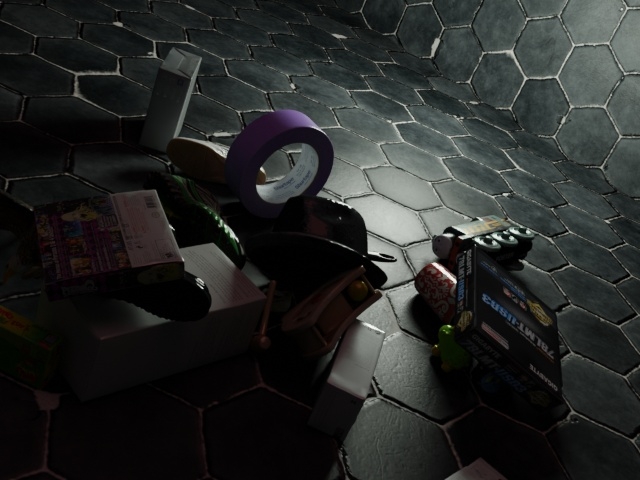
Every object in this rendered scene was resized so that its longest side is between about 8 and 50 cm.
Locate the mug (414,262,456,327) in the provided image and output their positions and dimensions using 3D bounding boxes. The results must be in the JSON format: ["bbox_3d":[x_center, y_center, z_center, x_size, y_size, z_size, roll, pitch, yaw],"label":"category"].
[{"bbox_3d":[0.317,0.151,1.928,0.113,0.150,0.169,-30,45,-11],"label":"mug"}]

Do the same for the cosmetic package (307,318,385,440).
[{"bbox_3d":[0.053,0.264,1.517,0.086,0.117,0.231,25,28,4],"label":"cosmetic package"}]

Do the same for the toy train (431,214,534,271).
[{"bbox_3d":[0.459,0.016,2.201,0.334,0.142,0.190,-13,33,-44],"label":"toy train"}]

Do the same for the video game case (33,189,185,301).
[{"bbox_3d":[-0.349,0.000,1.274,0.210,0.041,0.232,-10,36,-20],"label":"video game case"}]

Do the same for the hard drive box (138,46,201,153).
[{"bbox_3d":[-0.407,-0.382,2.125,0.089,0.232,0.181,18,29,-9],"label":"hard drive box"}]

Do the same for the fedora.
[{"bbox_3d":[0.000,0.000,1.703,0.334,0.334,0.152,16,69,-13],"label":"fedora"}]

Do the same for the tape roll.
[{"bbox_3d":[-0.103,-0.192,1.986,0.275,0.274,0.090,-4,39,-39],"label":"tape roll"}]

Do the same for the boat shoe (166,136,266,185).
[{"bbox_3d":[-0.281,-0.214,2.087,0.277,0.098,0.096,21,28,-23],"label":"boat shoe"}]

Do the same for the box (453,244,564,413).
[{"bbox_3d":[0.428,0.196,1.775,0.295,0.073,0.293,39,33,-16],"label":"box"}]

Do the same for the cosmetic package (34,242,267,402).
[{"bbox_3d":[-0.306,0.135,1.433,0.366,0.155,0.197,-11,43,-44],"label":"cosmetic package"}]

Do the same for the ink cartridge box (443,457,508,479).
[{"bbox_3d":[0.314,0.495,1.410,0.189,0.066,0.232,38,12,25],"label":"ink cartridge box"}]

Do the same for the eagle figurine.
[{"bbox_3d":[-0.544,-0.021,1.479,0.225,0.226,0.298,-29,50,-17],"label":"eagle figurine"}]

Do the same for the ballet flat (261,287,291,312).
[{"bbox_3d":[-0.140,0.122,1.674,0.168,0.052,0.057,5,35,-29],"label":"ballet flat"}]

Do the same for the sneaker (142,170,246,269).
[{"bbox_3d":[-0.265,-0.051,1.788,0.146,0.134,0.343,-2,40,-45],"label":"sneaker"}]

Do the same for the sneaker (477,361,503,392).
[{"bbox_3d":[0.388,0.287,1.782,0.078,0.067,0.188,12,26,22],"label":"sneaker"}]

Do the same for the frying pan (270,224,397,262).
[{"bbox_3d":[0.016,0.016,1.959,0.326,0.053,0.197,-2,38,-40],"label":"frying pan"}]

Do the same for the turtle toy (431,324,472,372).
[{"bbox_3d":[0.304,0.239,1.771,0.066,0.095,0.130,28,22,-40],"label":"turtle toy"}]

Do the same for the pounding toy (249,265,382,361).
[{"bbox_3d":[-0.020,0.131,1.537,0.269,0.154,0.154,-38,101,-18],"label":"pounding toy"}]

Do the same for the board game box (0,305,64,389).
[{"bbox_3d":[-0.523,0.165,1.294,0.181,0.092,0.043,26,30,4],"label":"board game box"}]

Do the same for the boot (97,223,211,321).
[{"bbox_3d":[-0.287,0.031,1.363,0.247,0.094,0.207,14,31,2],"label":"boot"}]
